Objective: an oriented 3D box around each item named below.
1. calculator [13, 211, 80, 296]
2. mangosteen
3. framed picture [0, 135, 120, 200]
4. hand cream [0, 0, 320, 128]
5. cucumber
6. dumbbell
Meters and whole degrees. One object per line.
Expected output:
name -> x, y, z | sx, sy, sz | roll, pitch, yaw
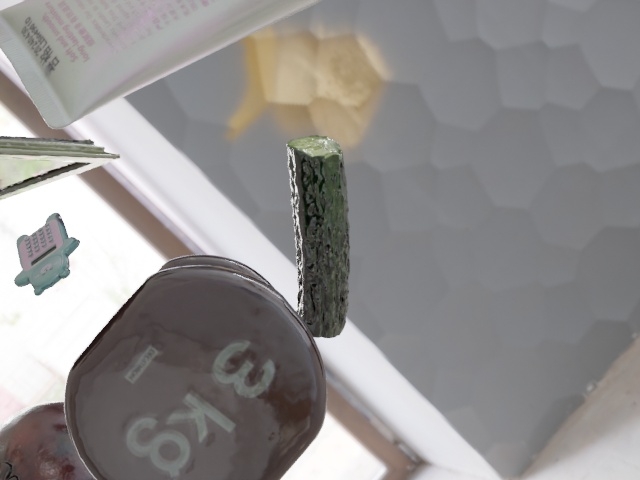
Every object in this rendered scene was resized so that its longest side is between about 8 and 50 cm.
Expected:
calculator -> -0.338, 0.017, 1.101 | 0.094, 0.019, 0.141 | -36, 39, -1
mangosteen -> -0.278, 0.264, 0.975 | 0.200, 0.200, 0.200 | -40, 17, 15
framed picture -> -0.272, -0.028, 0.522 | 0.252, 0.014, 0.197 | -13, -5, 36
hand cream -> -0.152, -0.246, 0.943 | 0.359, 0.185, 0.118 | -29, -27, -16
cucumber -> 0.000, 0.000, 0.821 | 0.058, 0.187, 0.058 | -2, 23, 1
dumbbell -> -0.075, 0.079, 0.561 | 0.140, 0.124, 0.225 | -48, 6, -3
